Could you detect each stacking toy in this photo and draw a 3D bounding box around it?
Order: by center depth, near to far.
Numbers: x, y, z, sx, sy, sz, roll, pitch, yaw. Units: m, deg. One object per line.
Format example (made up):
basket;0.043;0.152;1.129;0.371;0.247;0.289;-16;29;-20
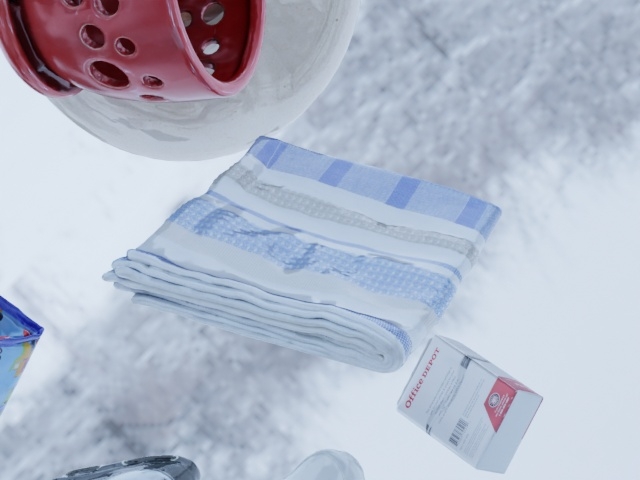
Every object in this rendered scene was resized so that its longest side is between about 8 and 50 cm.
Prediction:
stacking toy;-0.203;-0.263;1.691;0.350;0.351;0.480;-45;-158;-15

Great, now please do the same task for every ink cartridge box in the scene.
ink cartridge box;0.161;0.177;1.859;0.056;0.135;0.099;18;102;-46

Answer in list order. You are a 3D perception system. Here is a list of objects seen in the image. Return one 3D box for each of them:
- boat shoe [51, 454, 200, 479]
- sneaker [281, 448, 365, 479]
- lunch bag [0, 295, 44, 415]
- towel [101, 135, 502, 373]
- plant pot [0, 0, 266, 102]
boat shoe;-0.126;0.149;0.951;0.142;0.049;0.040;-14;-165;33
sneaker;-0.051;0.250;1.280;0.232;0.090;0.115;-55;140;-8
lunch bag;-0.470;0.096;1.815;0.138;0.293;0.221;-27;154;-54
towel;0.000;0.000;1.197;0.285;0.209;0.034;-47;150;-61
plant pot;-0.154;-0.197;1.320;0.174;0.191;0.191;-4;-164;19
